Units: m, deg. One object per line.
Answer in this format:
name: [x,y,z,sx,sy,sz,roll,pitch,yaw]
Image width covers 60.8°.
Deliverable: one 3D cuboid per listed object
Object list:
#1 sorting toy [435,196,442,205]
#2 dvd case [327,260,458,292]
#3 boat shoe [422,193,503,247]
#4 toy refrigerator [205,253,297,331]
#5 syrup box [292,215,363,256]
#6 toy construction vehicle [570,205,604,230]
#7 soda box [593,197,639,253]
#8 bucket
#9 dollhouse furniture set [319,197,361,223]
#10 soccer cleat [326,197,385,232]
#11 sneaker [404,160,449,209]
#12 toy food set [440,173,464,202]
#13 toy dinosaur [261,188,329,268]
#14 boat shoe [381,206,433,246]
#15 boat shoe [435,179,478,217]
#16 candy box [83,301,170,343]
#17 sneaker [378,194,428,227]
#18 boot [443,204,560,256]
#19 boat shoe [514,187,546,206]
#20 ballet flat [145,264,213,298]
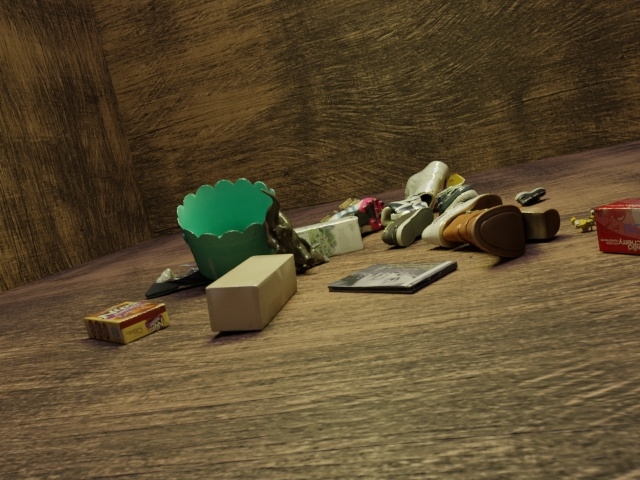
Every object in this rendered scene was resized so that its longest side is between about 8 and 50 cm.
sorting toy: [0.463,-0.160,2.164,0.101,0.042,0.061,-15,8,-16]
dvd case: [0.146,0.074,1.127,0.164,0.018,0.221,-20,11,-42]
boat shoe: [0.365,-0.056,1.398,0.277,0.098,0.096,-20,12,-37]
toy refrigerator: [-0.129,0.102,1.108,0.102,0.094,0.269,-4,10,11]
syrup box: [0.000,0.000,1.592,0.236,0.093,0.096,-13,8,-3]
toy construction vehicle: [0.601,-0.041,1.181,0.098,0.035,0.086,-13,19,17]
soda box: [0.584,-0.023,0.878,0.092,0.084,0.263,-15,8,-21]
bucket: [-0.249,-0.028,1.529,0.281,0.183,0.281,-3,38,2]
dollhouse furniture set: [0.097,-0.069,2.059,0.161,0.101,0.182,-38,11,-3]
soccer cleat: [0.105,-0.066,1.812,0.143,0.116,0.331,-14,5,34]
sneaker: [0.369,-0.165,2.054,0.108,0.169,0.292,28,-23,-2]
toy food set: [0.484,-0.163,1.917,0.071,0.128,0.218,8,4,0]
toy dinosaur: [-0.096,-0.005,1.403,0.121,0.313,0.160,-38,32,4]
boat shoe: [0.250,-0.042,1.536,0.068,0.081,0.227,-2,16,36]
boat shoe: [0.373,-0.109,1.515,0.095,0.079,0.254,-18,-15,3]
candy box: [-0.425,0.176,1.189,0.186,0.053,0.109,-6,11,45]
sneaker: [0.265,-0.097,1.845,0.152,0.094,0.235,-4,18,-3]
boot: [0.350,-0.030,1.186,0.283,0.109,0.220,-16,10,-37]
boat shoe: [0.658,-0.133,1.689,0.125,0.038,0.046,-11,-36,-31]
ballet flat: [-0.408,0.108,1.568,0.203,0.074,0.074,-14,8,-11]
